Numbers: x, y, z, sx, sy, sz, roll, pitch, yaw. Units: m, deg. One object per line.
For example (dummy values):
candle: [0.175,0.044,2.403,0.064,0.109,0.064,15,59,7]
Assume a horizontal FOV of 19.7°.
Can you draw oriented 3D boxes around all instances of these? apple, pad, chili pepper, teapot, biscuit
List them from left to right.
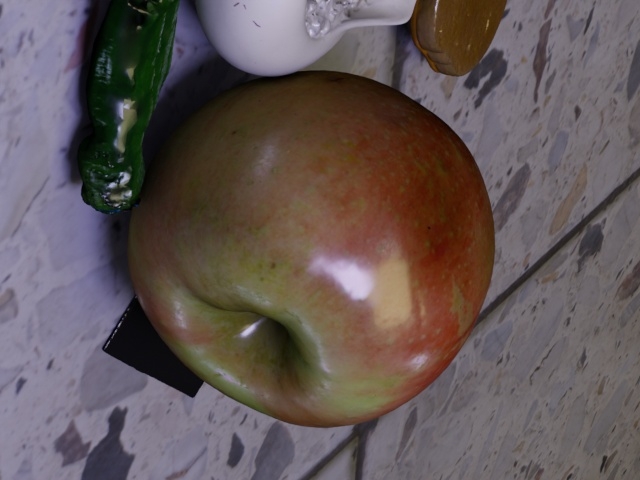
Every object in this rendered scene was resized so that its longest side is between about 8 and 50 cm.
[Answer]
chili pepper: [-0.152,-0.131,1.459,0.098,0.061,0.224,-43,148,-59]
pad: [-0.086,0.001,1.762,0.300,0.005,0.202,-59,153,-4]
teapot: [-0.018,-0.227,1.484,0.208,0.166,0.299,-58,173,15]
apple: [0.000,0.000,1.579,0.277,0.319,0.319,-56,155,-33]
biscuit: [0.139,-0.254,1.868,0.170,0.050,0.170,-43,143,-44]
